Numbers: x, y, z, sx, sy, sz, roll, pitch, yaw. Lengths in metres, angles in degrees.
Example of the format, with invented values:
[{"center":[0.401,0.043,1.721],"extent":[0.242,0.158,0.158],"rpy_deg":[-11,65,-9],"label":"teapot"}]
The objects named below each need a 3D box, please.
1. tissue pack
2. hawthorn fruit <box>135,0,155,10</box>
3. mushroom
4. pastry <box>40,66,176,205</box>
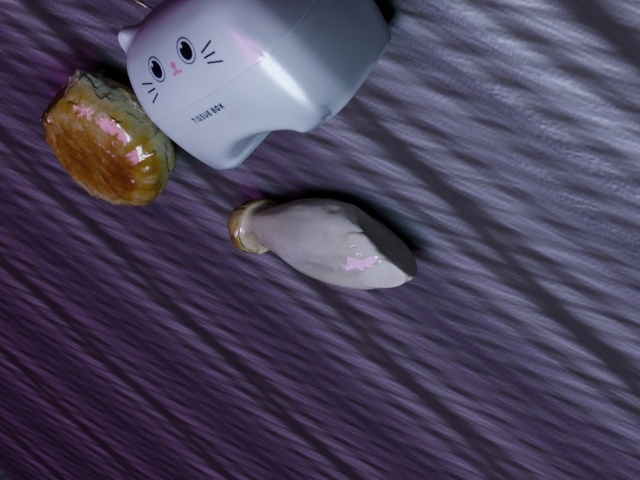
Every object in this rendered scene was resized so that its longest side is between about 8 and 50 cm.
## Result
[{"center":[-0.096,-0.252,1.788],"extent":[0.236,0.229,0.333],"rpy_deg":[47,146,-17],"label":"tissue pack"},{"center":[-0.319,-0.400,1.956],"extent":[0.162,0.163,0.203],"rpy_deg":[20,162,31],"label":"hawthorn fruit"},{"center":[0.000,0.000,2.117],"extent":[0.350,0.128,0.128],"rpy_deg":[13,140,43],"label":"mushroom"},{"center":[-0.339,-0.167,2.282],"extent":[0.236,0.121,0.257],"rpy_deg":[42,147,-10],"label":"pastry"}]
